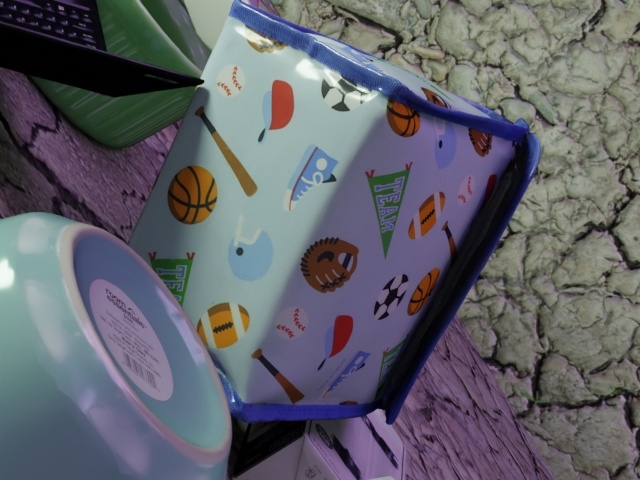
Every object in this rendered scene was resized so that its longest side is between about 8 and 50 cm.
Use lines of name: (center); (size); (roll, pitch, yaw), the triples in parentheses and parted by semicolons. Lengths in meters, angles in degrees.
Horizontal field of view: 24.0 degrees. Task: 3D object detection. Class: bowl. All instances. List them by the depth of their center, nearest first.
bowl: (-0.171, 0.106, 0.975); (0.311, 0.163, 0.311); (54, 13, -18)

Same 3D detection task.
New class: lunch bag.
lunch bag: (0.033, -0.008, 1.412); (0.239, 0.328, 0.385); (33, 10, 28)

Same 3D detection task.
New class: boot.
boot: (-0.120, -0.277, 1.643); (0.190, 0.069, 0.086); (56, 15, 1)

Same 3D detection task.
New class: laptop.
laptop: (-0.257, -0.219, 1.317); (0.234, 0.136, 0.264); (13, 46, -36)

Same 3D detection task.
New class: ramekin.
ramekin: (-0.236, -0.248, 1.647); (0.303, 0.148, 0.303); (53, 13, -18)

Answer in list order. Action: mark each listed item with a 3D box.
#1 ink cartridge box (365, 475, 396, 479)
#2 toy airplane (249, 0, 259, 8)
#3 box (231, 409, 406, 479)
ink cartridge box: (-0.038, 0.239, 1.012); (0.045, 0.223, 0.224); (55, 10, 17)
toy airplane: (-0.213, -0.457, 1.975); (0.384, 0.272, 0.386); (47, 16, -38)
box: (0.007, 0.227, 1.545); (0.169, 0.087, 0.290); (55, 13, -11)
